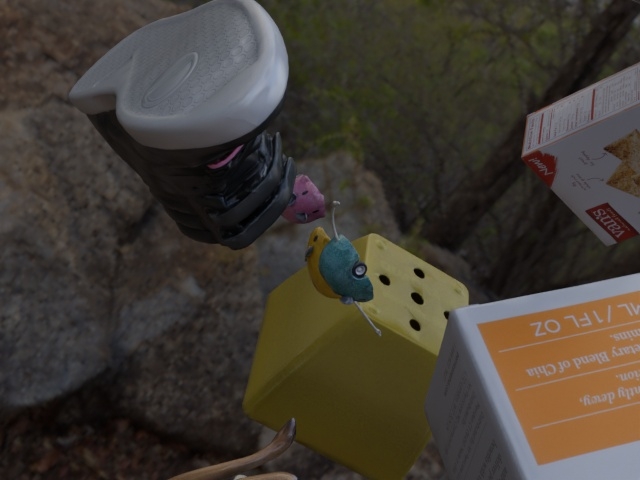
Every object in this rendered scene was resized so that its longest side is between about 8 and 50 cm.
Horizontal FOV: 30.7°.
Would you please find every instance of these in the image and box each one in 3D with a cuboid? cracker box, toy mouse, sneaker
[{"bbox_3d":[0.333,-0.095,1.121,0.156,0.232,0.067,40,46,-28],"label":"cracker box"},{"bbox_3d":[0.000,0.000,0.906,0.161,0.031,0.143,59,-9,12],"label":"toy mouse"},{"bbox_3d":[-0.056,-0.062,0.727,0.147,0.104,0.296,47,-12,-22],"label":"sneaker"}]

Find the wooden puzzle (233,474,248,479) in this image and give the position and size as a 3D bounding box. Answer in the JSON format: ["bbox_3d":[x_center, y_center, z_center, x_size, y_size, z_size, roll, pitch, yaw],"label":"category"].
[{"bbox_3d":[-0.026,0.413,1.435,0.239,0.044,0.221,19,50,3],"label":"wooden puzzle"}]

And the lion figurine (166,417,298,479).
[{"bbox_3d":[-0.127,0.370,1.138,0.142,0.240,0.392,30,60,-80],"label":"lion figurine"}]

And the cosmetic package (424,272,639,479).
[{"bbox_3d":[0.260,0.250,0.841,0.230,0.161,0.453,-11,55,-13],"label":"cosmetic package"}]

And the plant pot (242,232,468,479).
[{"bbox_3d":[0.060,0.122,1.357,0.212,0.187,0.212,30,37,-15],"label":"plant pot"}]

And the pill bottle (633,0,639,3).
[{"bbox_3d":[0.429,-0.280,1.180,0.283,0.160,0.160,18,34,-24],"label":"pill bottle"}]
